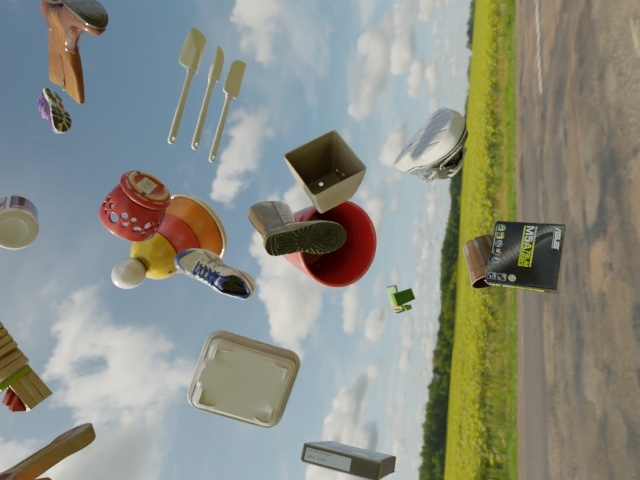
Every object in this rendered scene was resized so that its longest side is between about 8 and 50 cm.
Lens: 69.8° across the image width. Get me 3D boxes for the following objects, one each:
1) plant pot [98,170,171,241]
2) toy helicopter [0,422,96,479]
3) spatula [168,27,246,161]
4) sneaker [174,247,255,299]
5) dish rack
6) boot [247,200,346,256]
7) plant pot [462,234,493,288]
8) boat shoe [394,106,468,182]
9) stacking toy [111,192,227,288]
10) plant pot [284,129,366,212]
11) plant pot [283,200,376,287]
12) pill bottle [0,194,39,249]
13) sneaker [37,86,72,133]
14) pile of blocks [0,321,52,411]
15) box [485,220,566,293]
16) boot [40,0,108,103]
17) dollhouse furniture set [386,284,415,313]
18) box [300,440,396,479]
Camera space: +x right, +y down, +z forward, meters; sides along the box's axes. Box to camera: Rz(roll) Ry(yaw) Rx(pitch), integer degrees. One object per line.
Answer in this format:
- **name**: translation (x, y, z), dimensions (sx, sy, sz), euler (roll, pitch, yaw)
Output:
- **plant pot**: translation (-0.594, -0.116, 1.501), dimensions (0.174, 0.191, 0.191), euler (-46, -1, 24)
- **toy helicopter**: translation (-0.564, 0.440, 0.835), dimensions (0.355, 0.235, 0.140), euler (-26, -85, -60)
- **spatula**: translation (-0.249, -0.303, 0.986), dimensions (0.168, 0.019, 0.241), euler (17, -90, -60)
- **sneaker**: translation (-0.360, 0.114, 1.580), dimensions (0.131, 0.297, 0.111), euler (-138, 70, -77)
- **dish rack**: translation (-0.254, 0.473, 1.525), dimensions (0.072, 0.333, 0.285), euler (-139, 68, -82)
- **boot**: translation (-0.076, -0.051, 1.312), dimensions (0.269, 0.236, 0.089), euler (-125, 34, -63)
- **plant pot**: translation (0.634, 0.077, 1.758), dimensions (0.167, 0.167, 0.165), euler (59, -163, -62)
- **boat shoe**: translation (0.262, -0.196, 1.001), dimensions (0.121, 0.119, 0.335), euler (-62, 4, 1)
- **stacking toy**: translation (-0.651, 0.047, 1.880), dimensions (0.480, 0.351, 0.350), euler (-45, -42, -46)
- **plant pot**: translation (0.010, -0.115, 0.839), dimensions (0.109, 0.109, 0.096), euler (56, 167, 25)
- **plant pot**: translation (0.000, 0.000, 1.469), dimensions (0.275, 0.243, 0.274), euler (-3, -84, -29)
- **pill bottle**: translation (-0.637, -0.045, 0.956), dimensions (0.086, 0.152, 0.086), euler (-13, -64, -27)
- **sneaker**: translation (-0.817, -0.385, 1.401), dimensions (0.169, 0.071, 0.068), euler (60, -163, 23)
- **pile of blocks**: translation (-0.843, 0.310, 1.178), dimensions (0.113, 0.149, 0.361), euler (-41, -60, -45)
- **box**: translation (0.570, 0.043, 1.277), dimensions (0.045, 0.184, 0.190), euler (32, -111, -50)
- **boot**: translation (-0.646, -0.491, 1.199), dimensions (0.096, 0.264, 0.280), euler (-36, -28, -49)
- **dollhouse furniture set**: translation (0.207, 0.168, 1.294), dimensions (0.152, 0.059, 0.076), euler (147, 105, -72)
- **box**: translation (0.062, 0.405, 0.854), dimensions (0.225, 0.137, 0.036), euler (56, -137, -62)
